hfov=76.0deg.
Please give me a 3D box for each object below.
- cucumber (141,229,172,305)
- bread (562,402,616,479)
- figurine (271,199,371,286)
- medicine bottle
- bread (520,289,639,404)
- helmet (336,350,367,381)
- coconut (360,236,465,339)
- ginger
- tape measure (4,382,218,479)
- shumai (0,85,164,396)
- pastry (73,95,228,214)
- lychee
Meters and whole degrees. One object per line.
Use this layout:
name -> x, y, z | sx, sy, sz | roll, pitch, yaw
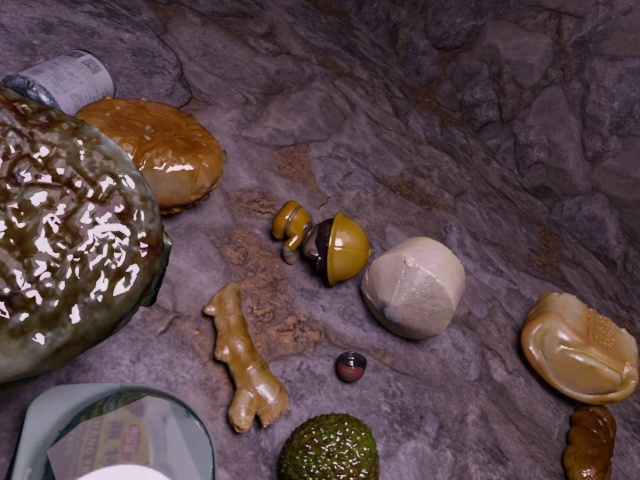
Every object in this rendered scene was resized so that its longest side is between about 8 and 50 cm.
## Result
cucumber -> -0.312, 0.038, 0.726 | 0.078, 0.211, 0.062 | 13, 47, -22
bread -> 0.690, 0.538, 1.043 | 0.124, 0.084, 0.344 | 47, 41, 14
figurine -> 0.002, -0.002, 1.027 | 0.257, 0.167, 0.192 | 29, 54, -5
medicine bottle -> -0.607, -0.325, 0.928 | 0.142, 0.141, 0.293 | 29, 40, -9
bread -> 0.733, 0.331, 1.193 | 0.316, 0.211, 0.270 | 33, 43, 15
helmet -> 0.066, 0.278, 0.885 | 0.065, 0.049, 0.084 | 12, 5, 19
coconut -> 0.227, 0.122, 1.020 | 0.239, 0.239, 0.244 | 44, 38, 9
ginger -> -0.150, 0.210, 0.788 | 0.118, 0.065, 0.298 | 3, 47, -38
tape measure -> -0.270, 0.327, 0.533 | 0.262, 0.138, 0.259 | 9, 48, -28
shumai -> -0.425, 0.020, 0.549 | 0.396, 0.348, 0.394 | 7, 72, -22
pastry -> -0.376, -0.176, 0.911 | 0.316, 0.184, 0.284 | 15, 40, -20
lychee -> 0.015, 0.365, 0.682 | 0.171, 0.171, 0.171 | 20, 42, -19
